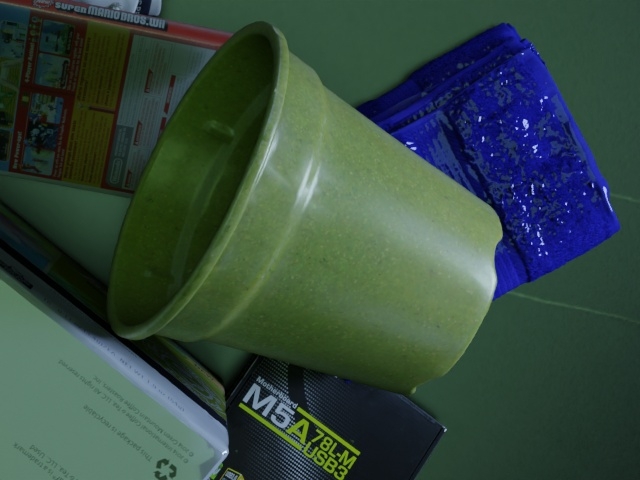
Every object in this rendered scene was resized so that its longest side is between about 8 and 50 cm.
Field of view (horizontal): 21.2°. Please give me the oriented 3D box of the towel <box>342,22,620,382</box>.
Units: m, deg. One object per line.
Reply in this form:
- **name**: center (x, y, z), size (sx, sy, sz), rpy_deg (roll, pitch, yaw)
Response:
- **towel**: center (0.103, -0.036, 1.567), size (0.308, 0.076, 0.228), rpy_deg (-30, 90, -7)

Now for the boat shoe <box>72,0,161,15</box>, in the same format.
- **boat shoe**: center (-0.184, -0.237, 1.533), size (0.367, 0.136, 0.156), rpy_deg (-29, 106, -9)

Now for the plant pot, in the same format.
- **plant pot**: center (0.000, 0.000, 1.407), size (0.254, 0.276, 0.276), rpy_deg (26, 92, -20)

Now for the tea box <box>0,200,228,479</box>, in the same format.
- **tea box**: center (-0.269, 0.128, 1.445), size (0.329, 0.323, 0.220), rpy_deg (40, 91, -7)

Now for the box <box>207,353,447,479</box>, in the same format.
- **box**: center (-0.008, 0.194, 1.585), size (0.190, 0.045, 0.184), rpy_deg (38, 74, -6)

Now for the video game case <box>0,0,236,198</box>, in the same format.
- **video game case**: center (-0.206, -0.123, 1.510), size (0.285, 0.025, 0.204), rpy_deg (10, 136, -9)
